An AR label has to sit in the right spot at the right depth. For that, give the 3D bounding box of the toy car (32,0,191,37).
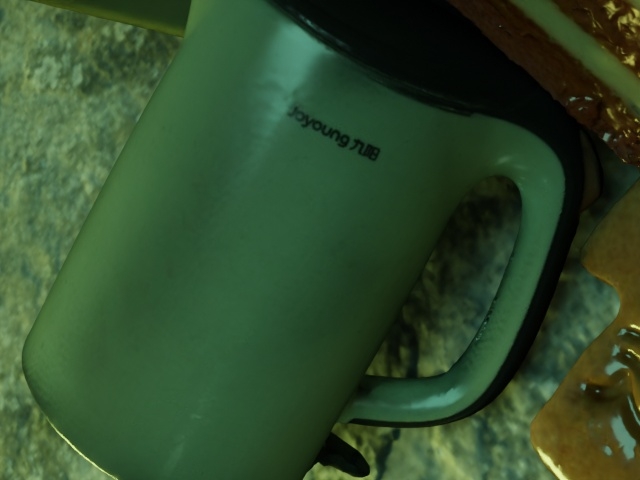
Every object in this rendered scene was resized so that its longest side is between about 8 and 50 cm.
[{"bbox_3d":[-0.185,-0.233,0.784,0.336,0.242,0.226,8,91,52],"label":"toy car"}]

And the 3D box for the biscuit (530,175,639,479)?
[{"bbox_3d":[0.223,0.010,0.613,0.284,0.043,0.306,-6,78,34],"label":"biscuit"}]

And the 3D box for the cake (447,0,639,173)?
[{"bbox_3d":[0.085,-0.154,0.570,0.158,0.159,0.262,-38,71,55],"label":"cake"}]

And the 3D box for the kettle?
[{"bbox_3d":[0.000,0.000,0.692,0.240,0.165,0.255,28,111,-5],"label":"kettle"}]

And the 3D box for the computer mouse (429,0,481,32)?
[{"bbox_3d":[0.017,-0.188,0.770,0.147,0.088,0.264,-25,71,32],"label":"computer mouse"}]
